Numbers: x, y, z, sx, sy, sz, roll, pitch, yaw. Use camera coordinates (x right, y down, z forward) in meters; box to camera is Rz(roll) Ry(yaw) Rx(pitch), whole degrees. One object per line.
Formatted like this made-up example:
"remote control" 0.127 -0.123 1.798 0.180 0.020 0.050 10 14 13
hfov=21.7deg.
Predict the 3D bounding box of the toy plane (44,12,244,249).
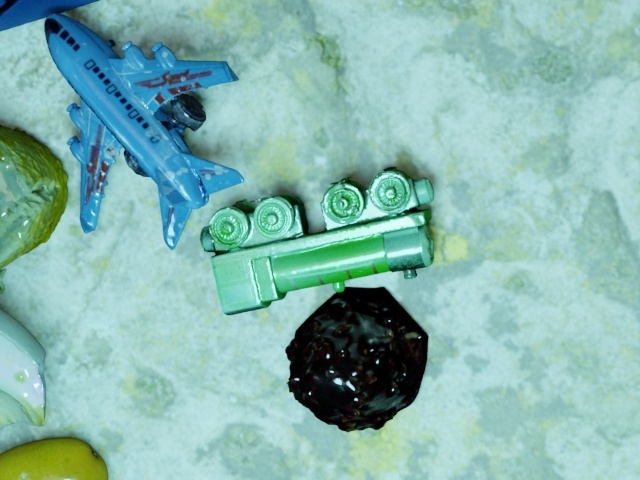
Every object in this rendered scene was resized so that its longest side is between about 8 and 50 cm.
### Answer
"toy plane" -0.196 -0.132 1.744 0.254 0.105 0.271 -42 73 28

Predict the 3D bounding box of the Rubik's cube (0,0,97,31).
"Rubik's cube" -0.338 -0.368 1.707 0.259 0.260 0.255 -14 85 8

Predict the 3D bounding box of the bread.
"bread" -0.408 -0.051 1.783 0.257 0.124 0.186 21 94 12

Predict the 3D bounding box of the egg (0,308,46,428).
"egg" -0.401 0.140 1.756 0.271 0.162 0.206 -36 97 17

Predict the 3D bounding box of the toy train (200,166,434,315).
"toy train" 0.000 0.000 1.729 0.251 0.085 0.119 -11 93 13

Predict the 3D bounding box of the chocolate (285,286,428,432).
"chocolate" 0.029 0.130 1.694 0.156 0.133 0.156 0 92 9

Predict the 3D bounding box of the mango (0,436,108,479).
"mango" -0.314 0.270 1.778 0.184 0.085 0.102 -22 88 5
